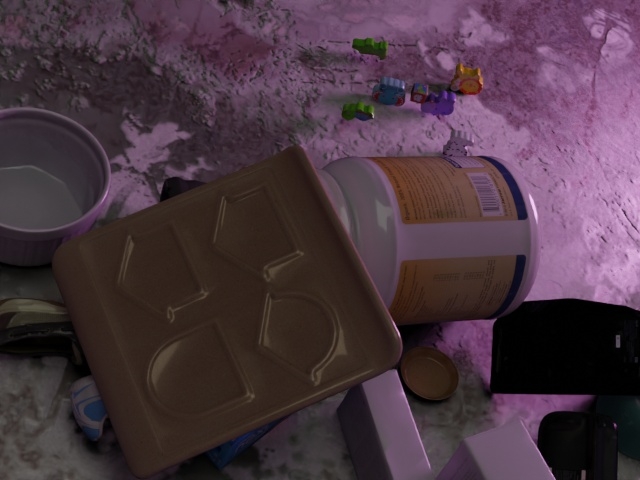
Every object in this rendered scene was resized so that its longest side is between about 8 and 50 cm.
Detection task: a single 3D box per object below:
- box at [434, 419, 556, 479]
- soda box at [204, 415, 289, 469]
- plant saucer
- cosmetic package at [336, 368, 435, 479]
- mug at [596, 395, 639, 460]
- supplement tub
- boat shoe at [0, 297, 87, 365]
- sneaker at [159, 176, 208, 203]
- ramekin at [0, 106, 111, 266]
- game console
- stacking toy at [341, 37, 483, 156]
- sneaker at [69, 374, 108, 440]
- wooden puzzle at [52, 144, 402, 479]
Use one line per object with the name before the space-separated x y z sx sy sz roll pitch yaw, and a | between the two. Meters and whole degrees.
box | 0.231 0.333 1.695 0.091 0.130 0.170 -14 61 -26
soda box | -0.068 0.196 1.734 0.067 0.071 0.210 45 54 15
plant saucer | 0.146 0.183 1.852 0.083 0.015 0.083 10 52 -12
cosmetic package | 0.092 0.289 1.702 0.060 0.099 0.239 -5 57 -21
mug | 0.461 0.215 1.882 0.129 0.097 0.157 26 51 2
supplement tub | 0.109 0.001 1.823 0.316 0.228 0.228 -2 55 -27
boat shoe | -0.300 0.122 1.711 0.223 0.080 0.073 6 58 -8
sneaker | -0.144 0.023 1.819 0.106 0.101 0.267 0 55 -21
ramekin | -0.385 -0.063 1.795 0.207 0.109 0.207 9 53 -12
game console | 0.326 0.245 1.810 0.213 0.044 0.361 -1 63 17
stacking toy | 0.144 -0.222 2.134 0.221 0.052 0.167 15 50 -5
sneaker | -0.194 0.188 1.698 0.237 0.085 0.086 -13 82 -26
wooden puzzle | -0.116 0.086 1.649 0.348 0.080 0.322 -25 64 -3
